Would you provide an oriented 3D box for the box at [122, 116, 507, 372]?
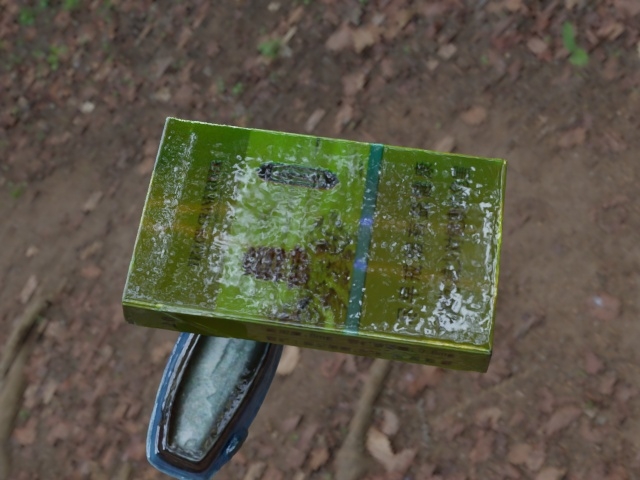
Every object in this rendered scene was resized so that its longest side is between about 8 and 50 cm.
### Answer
[{"bbox_3d":[0.000,0.000,0.680,0.193,0.030,0.121,7,59,4],"label":"box"}]

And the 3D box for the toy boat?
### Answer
[{"bbox_3d":[-0.057,0.072,0.727,0.061,0.060,0.137,124,167,-76],"label":"toy boat"}]
